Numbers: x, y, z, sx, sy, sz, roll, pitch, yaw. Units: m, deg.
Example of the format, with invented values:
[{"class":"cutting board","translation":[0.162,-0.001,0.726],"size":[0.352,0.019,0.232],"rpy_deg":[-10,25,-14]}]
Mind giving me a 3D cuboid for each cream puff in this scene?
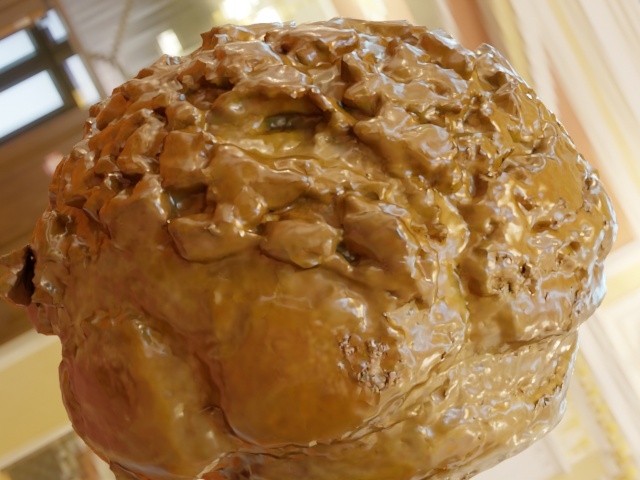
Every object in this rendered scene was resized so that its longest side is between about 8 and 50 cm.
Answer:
[{"class":"cream puff","translation":[-0.002,-0.002,0.383],"size":[0.143,0.126,0.103],"rpy_deg":[3,-65,29]}]
